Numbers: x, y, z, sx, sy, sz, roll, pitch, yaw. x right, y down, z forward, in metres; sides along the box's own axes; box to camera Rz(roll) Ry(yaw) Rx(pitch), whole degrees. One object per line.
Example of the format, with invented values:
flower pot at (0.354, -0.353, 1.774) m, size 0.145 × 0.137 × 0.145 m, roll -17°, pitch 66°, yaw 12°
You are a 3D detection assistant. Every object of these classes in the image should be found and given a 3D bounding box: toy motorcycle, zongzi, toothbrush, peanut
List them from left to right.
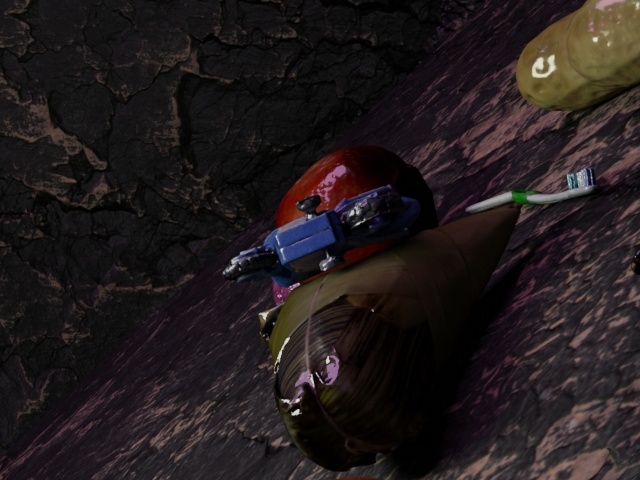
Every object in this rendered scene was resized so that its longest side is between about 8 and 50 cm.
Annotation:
toy motorcycle at (0.000, 0.000, 1.092) m, size 0.205 × 0.076 × 0.114 m, roll -24°, pitch -8°, yaw 16°
zongzi at (0.096, 0.068, 1.017) m, size 0.317 × 0.154 × 0.289 m, roll -38°, pitch 12°, yaw 2°
toothbrush at (0.245, -0.050, 1.269) m, size 0.030 × 0.030 × 0.304 m, roll -46°, pitch 8°, yaw -16°
peanut at (0.360, -0.249, 1.315) m, size 0.147 × 0.147 × 0.319 m, roll -49°, pitch 14°, yaw -31°

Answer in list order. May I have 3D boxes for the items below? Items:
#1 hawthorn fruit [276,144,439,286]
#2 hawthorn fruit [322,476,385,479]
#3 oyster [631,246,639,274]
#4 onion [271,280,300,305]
hawthorn fruit at (0.039, -0.012, 1.450) m, size 0.250 × 0.215 × 0.215 m, roll -46°, pitch 9°, yaw 14°
hawthorn fruit at (0.027, 0.224, 0.730) m, size 0.140 × 0.125 × 0.125 m, roll -5°, pitch 28°, yaw 25°
oyster at (0.303, -0.048, 0.872) m, size 0.177 × 0.056 × 0.105 m, roll -52°, pitch -17°, yaw -14°
onion at (-0.016, 0.077, 1.586) m, size 0.115 × 0.105 × 0.115 m, roll 0°, pitch 2°, yaw 0°
